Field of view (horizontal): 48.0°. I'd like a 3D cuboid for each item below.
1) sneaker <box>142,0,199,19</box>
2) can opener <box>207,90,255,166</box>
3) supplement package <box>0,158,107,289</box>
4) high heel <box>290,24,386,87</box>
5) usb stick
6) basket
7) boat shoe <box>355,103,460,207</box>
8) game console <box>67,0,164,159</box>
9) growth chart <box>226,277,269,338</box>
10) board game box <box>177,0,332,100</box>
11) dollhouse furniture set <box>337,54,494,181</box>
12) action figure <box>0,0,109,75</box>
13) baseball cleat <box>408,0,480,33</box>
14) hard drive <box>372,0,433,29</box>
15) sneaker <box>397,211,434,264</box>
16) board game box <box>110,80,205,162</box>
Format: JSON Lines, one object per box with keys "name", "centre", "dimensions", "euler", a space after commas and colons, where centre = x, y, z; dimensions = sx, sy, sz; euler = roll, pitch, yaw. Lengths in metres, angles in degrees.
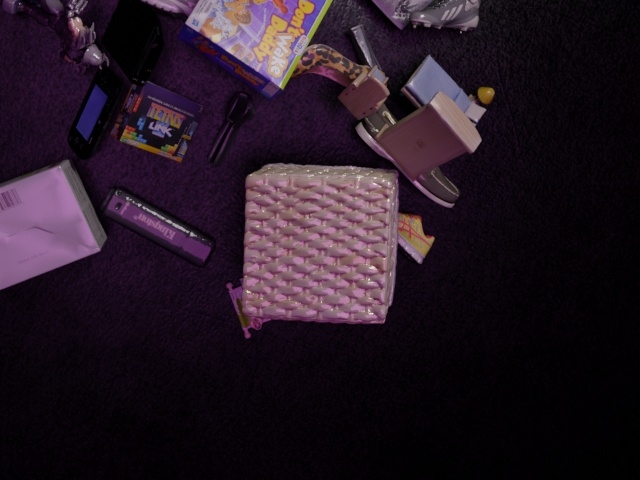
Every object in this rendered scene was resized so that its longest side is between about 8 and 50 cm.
{"name": "sneaker", "centre": [-0.250, -0.521, 1.548], "dimensions": [0.281, 0.105, 0.115], "euler": [17, 95, -14]}
{"name": "can opener", "centre": [-0.209, -0.255, 1.640], "dimensions": [0.073, 0.059, 0.186], "euler": [17, 110, -39]}
{"name": "supplement package", "centre": [-0.636, -0.035, 1.567], "dimensions": [0.262, 0.145, 0.204], "euler": [-22, 105, -5]}
{"name": "high heel", "centre": [0.021, -0.356, 1.633], "dimensions": [0.261, 0.093, 0.186], "euler": [-26, 102, -10]}
{"name": "usb stick", "centre": [-0.373, -0.028, 1.664], "dimensions": [0.278, 0.045, 0.077], "euler": [30, 96, -14]}
{"name": "basket", "centre": [0.000, 0.000, 1.575], "dimensions": [0.331, 0.266, 0.328], "euler": [3, 97, 8]}
{"name": "boat shoe", "centre": [0.222, -0.196, 1.688], "dimensions": [0.305, 0.109, 0.091], "euler": [39, 109, -11]}
{"name": "game console", "centre": [-0.442, -0.332, 1.519], "dimensions": [0.044, 0.213, 0.361], "euler": [14, 114, -41]}
{"name": "growth chart", "centre": [-0.110, 0.116, 1.752], "dimensions": [0.237, 0.021, 0.172], "euler": [-25, 104, -4]}
{"name": "board game box", "centre": [-0.112, -0.506, 1.514], "dimensions": [0.233, 0.078, 0.347], "euler": [31, 71, -17]}
{"name": "dollhouse furniture set", "centre": [0.257, -0.335, 1.576], "dimensions": [0.286, 0.198, 0.303], "euler": [46, 58, -13]}
{"name": "action figure", "centre": [-0.543, -0.461, 1.483], "dimensions": [0.285, 0.099, 0.185], "euler": [43, 137, -2]}
{"name": "baseball cleat", "centre": [0.281, -0.529, 1.625], "dimensions": [0.206, 0.072, 0.109], "euler": [-10, 115, -39]}
{"name": "hard drive", "centre": [0.154, -0.622, 1.618], "dimensions": [0.172, 0.054, 0.255], "euler": [-43, 105, 1]}
{"name": "sneaker", "centre": [0.197, -0.040, 1.746], "dimensions": [0.094, 0.081, 0.208], "euler": [-46, 110, -7]}
{"name": "board game box", "centre": [-0.352, -0.262, 1.570], "dimensions": [0.170, 0.048, 0.141], "euler": [16, 103, -50]}
